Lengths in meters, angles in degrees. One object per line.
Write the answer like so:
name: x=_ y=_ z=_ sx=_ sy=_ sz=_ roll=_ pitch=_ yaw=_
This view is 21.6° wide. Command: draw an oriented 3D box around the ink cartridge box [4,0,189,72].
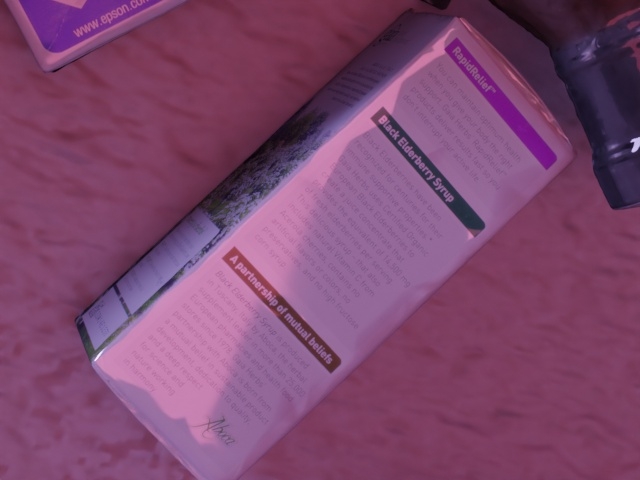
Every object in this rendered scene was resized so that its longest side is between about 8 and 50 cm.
ink cartridge box: x=-0.085 y=-0.215 z=0.775 sx=0.206 sy=0.045 sz=0.208 roll=-28 pitch=100 yaw=-7

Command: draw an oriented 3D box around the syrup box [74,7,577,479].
syrup box: x=0.000 y=0.000 z=0.813 sx=0.237 sy=0.093 sz=0.096 roll=-43 pitch=106 yaw=-3

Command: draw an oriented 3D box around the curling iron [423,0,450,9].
curling iron: x=0.126 y=-0.234 z=0.829 sx=0.068 sy=0.035 sz=0.274 roll=31 pitch=92 yaw=-17

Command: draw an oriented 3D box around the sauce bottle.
sauce bottle: x=0.097 y=-0.183 z=0.762 sx=0.111 sy=0.111 sz=0.344 roll=-23 pitch=94 yaw=-8
